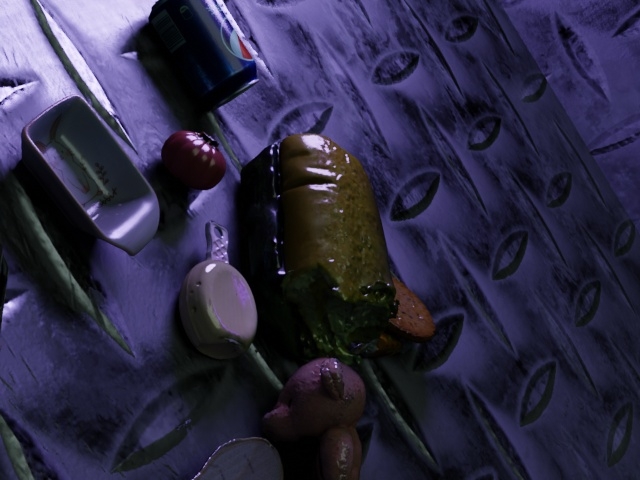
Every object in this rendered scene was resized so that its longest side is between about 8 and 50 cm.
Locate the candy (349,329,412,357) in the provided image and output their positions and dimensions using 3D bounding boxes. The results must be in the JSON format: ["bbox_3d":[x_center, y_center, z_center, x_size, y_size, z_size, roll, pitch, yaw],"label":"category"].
[{"bbox_3d":[0.107,0.180,2.051,0.182,0.053,0.046,5,54,-55],"label":"candy"}]

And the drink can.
[{"bbox_3d":[-0.196,-0.329,1.965,0.205,0.118,0.118,58,32,-7],"label":"drink can"}]

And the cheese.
[{"bbox_3d":[-0.155,0.068,1.754,0.137,0.064,0.227,32,43,-43],"label":"cheese"}]

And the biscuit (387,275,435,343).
[{"bbox_3d":[0.129,0.117,2.106,0.188,0.027,0.188,33,23,-16],"label":"biscuit"}]

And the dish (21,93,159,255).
[{"bbox_3d":[-0.326,-0.078,1.627,0.234,0.064,0.154,53,32,-10],"label":"dish"}]

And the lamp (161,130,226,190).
[{"bbox_3d":[-0.199,-0.125,1.818,0.107,0.092,0.107,36,7,-5],"label":"lamp"}]

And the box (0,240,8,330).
[{"bbox_3d":[-0.412,0.091,1.212,0.163,0.135,0.243,10,71,-19],"label":"box"}]

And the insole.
[{"bbox_3d":[-0.145,0.343,1.521,0.348,0.009,0.119,-17,78,-57],"label":"insole"}]

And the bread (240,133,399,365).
[{"bbox_3d":[0.000,0.000,1.912,0.251,0.208,0.376,34,36,-43],"label":"bread"}]

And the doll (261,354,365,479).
[{"bbox_3d":[-0.010,0.323,1.721,0.201,0.156,0.303,105,-15,-78],"label":"doll"}]
